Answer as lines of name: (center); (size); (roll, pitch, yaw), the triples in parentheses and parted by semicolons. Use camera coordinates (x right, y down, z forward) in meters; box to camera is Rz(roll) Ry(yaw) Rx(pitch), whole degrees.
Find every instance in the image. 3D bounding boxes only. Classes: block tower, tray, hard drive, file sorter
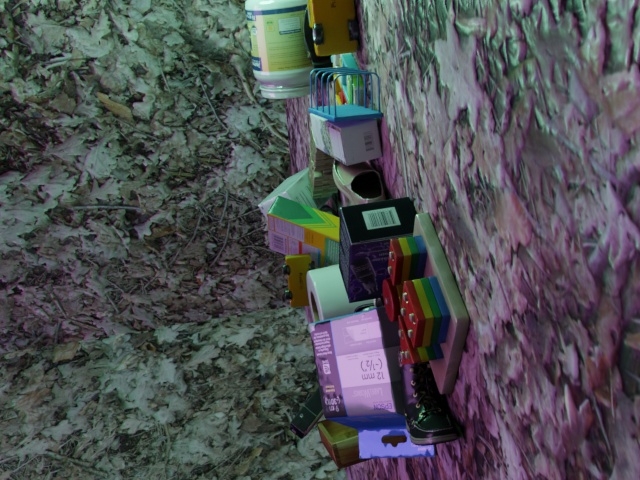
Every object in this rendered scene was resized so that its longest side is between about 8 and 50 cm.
block tower: (0.014, -0.257, 2.388); (0.335, 0.091, 0.097); (98, 161, -67)
tray: (0.113, 0.548, 2.092); (0.411, 0.203, 0.076); (138, 117, -82)
hard drive: (0.028, 0.485, 2.390); (0.064, 0.339, 0.237); (37, 162, 9)
file sorter: (0.054, -0.339, 1.701); (0.170, 0.118, 0.104); (-140, 44, -63)

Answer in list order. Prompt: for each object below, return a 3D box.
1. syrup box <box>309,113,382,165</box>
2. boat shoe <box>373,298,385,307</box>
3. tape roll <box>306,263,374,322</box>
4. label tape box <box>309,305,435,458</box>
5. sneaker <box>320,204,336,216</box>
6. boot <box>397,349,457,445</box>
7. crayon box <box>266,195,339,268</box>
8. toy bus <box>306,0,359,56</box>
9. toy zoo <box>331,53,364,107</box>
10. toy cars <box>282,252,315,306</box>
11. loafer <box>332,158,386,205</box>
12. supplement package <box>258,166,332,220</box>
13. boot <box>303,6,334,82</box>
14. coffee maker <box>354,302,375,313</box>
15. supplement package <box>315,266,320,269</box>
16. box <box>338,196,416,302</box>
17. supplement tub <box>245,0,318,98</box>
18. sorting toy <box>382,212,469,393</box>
syrup box: (0.059, -0.259, 1.804); (0.237, 0.096, 0.093); (-135, 31, -65)
boat shoe: (0.158, 0.107, 1.855); (0.042, 0.049, 0.132); (0, 92, 55)
tape roll: (0.066, 0.192, 2.140); (0.246, 0.169, 0.245); (168, 90, -82)
label tape box: (0.114, 0.339, 1.718); (0.249, 0.115, 0.347); (-19, 75, 48)
sneaker: (0.023, 0.020, 2.655); (0.161, 0.102, 0.281); (-131, 33, -72)
boot: (0.208, 0.311, 1.496); (0.236, 0.085, 0.178); (142, 121, -84)
crayon box: (0.000, 0.000, 2.274); (0.203, 0.323, 0.083); (92, -157, -57)
toy bus: (0.017, -0.621, 1.791); (0.130, 0.108, 0.332); (-119, 22, -73)
toy zoo: (0.071, -0.406, 1.956); (0.192, 0.030, 0.293); (88, 170, -46)
toy cars: (0.010, 0.174, 2.357); (0.394, 0.176, 0.087); (41, -161, -22)
loafer: (0.103, -0.139, 1.783); (0.092, 0.102, 0.268); (89, 160, -44)
supplement package: (-0.084, -0.140, 2.570); (0.133, 0.139, 0.244); (57, -146, -12)
boot: (-0.017, -0.606, 2.194); (0.229, 0.091, 0.262); (-110, 11, -57)
coffee maker: (0.150, 0.277, 1.897); (0.171, 0.120, 0.178); (65, -171, -45)
supplement package: (-0.006, 0.052, 2.474); (0.149, 0.203, 0.194); (114, 146, -77)
box: (0.123, 0.023, 1.560); (0.207, 0.153, 0.108); (87, 171, -49)
supplement tub: (-0.117, -0.639, 2.412); (0.228, 0.229, 0.316); (-114, 16, -66)
sorting toy: (0.187, 0.128, 1.415); (0.255, 0.090, 0.257); (89, 170, -49)
